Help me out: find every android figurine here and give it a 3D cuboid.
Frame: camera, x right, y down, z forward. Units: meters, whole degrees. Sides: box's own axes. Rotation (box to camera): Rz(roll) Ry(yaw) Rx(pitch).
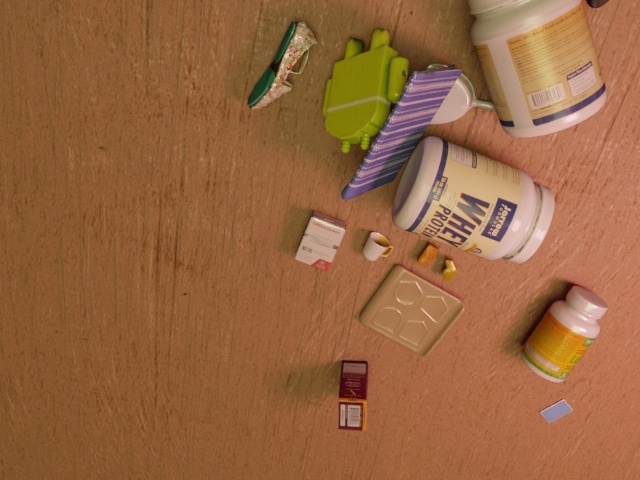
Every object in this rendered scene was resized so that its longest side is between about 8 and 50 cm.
[{"bbox_3d":[0.092,-0.333,1.294,0.056,0.248,0.273,14,79,-41],"label":"android figurine"}]

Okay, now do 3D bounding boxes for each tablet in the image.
[{"bbox_3d":[0.715,0.518,1.736,0.083,0.006,0.054,-37,106,19],"label":"tablet"}]

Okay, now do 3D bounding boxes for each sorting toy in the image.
[{"bbox_3d":[0.281,0.162,1.602,0.229,0.041,0.307,31,112,-4],"label":"sorting toy"}]

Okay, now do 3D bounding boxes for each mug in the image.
[{"bbox_3d":[0.151,0.025,1.539,0.078,0.062,0.064,31,120,-2],"label":"mug"}]

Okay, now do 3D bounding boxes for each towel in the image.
[{"bbox_3d":[0.178,-0.246,1.302,0.040,0.243,0.336,42,126,16],"label":"towel"}]

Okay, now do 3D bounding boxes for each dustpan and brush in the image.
[{"bbox_3d":[0.339,-0.335,1.374,0.211,0.060,0.147,16,124,4],"label":"dustpan and brush"}]

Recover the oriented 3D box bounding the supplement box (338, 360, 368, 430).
[{"bbox_3d":[0.095,0.444,1.654,0.080,0.188,0.104,2,114,5],"label":"supplement box"}]

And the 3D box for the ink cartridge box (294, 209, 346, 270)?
[{"bbox_3d":[0.000,0.000,1.540,0.099,0.056,0.135,21,114,-5],"label":"ink cartridge box"}]

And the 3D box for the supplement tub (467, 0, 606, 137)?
[{"bbox_3d":[0.460,-0.407,1.230,0.228,0.228,0.316,-21,111,13],"label":"supplement tub"}]

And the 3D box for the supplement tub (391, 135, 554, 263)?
[{"bbox_3d":[0.358,-0.091,1.373,0.324,0.235,0.235,20,114,-4],"label":"supplement tub"}]

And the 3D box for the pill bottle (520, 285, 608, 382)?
[{"bbox_3d":[0.663,0.250,1.551,0.136,0.136,0.246,22,113,-5],"label":"pill bottle"}]

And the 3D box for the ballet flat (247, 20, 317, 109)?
[{"bbox_3d":[-0.086,-0.402,1.362,0.077,0.091,0.241,21,119,-29],"label":"ballet flat"}]

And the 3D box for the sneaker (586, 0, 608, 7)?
[{"bbox_3d":[0.699,-0.592,1.202,0.130,0.109,0.286,40,113,-19],"label":"sneaker"}]
